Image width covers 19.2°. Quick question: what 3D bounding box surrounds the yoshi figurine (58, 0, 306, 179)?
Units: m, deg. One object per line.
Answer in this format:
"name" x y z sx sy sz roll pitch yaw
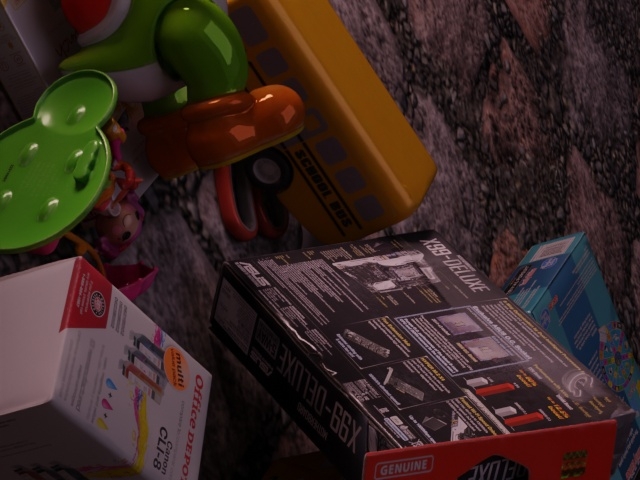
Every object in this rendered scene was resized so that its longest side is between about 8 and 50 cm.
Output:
"yoshi figurine" -0.125 -0.246 1.552 0.362 0.203 0.203 65 14 -11

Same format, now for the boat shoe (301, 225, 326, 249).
"boat shoe" 0.000 0.000 1.893 0.035 0.035 0.100 27 46 -50

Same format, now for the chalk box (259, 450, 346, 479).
"chalk box" 0.055 0.340 1.661 0.289 0.179 0.180 65 30 -15

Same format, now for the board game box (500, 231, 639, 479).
"board game box" 0.315 0.193 2.303 0.336 0.079 0.254 67 29 -12

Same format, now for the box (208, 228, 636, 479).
"box" 0.083 0.110 1.654 0.242 0.307 0.077 -9 127 -35

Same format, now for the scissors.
"scissors" -0.075 -0.138 1.841 0.109 0.021 0.297 16 63 -55

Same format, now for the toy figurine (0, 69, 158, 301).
"toy figurine" -0.183 -0.020 1.495 0.173 0.130 0.159 -66 147 -26

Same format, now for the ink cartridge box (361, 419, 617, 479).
"ink cartridge box" 0.143 0.277 1.515 0.275 0.060 0.239 -3 107 -36

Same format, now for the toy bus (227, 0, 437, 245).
"toy bus" -0.037 -0.155 1.773 0.333 0.130 0.108 55 35 -18

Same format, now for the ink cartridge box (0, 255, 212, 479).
"ink cartridge box" -0.183 0.121 1.404 0.176 0.127 0.128 47 38 -42

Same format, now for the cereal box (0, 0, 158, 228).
"cereal box" -0.203 -0.152 1.594 0.240 0.047 0.173 62 31 -20
